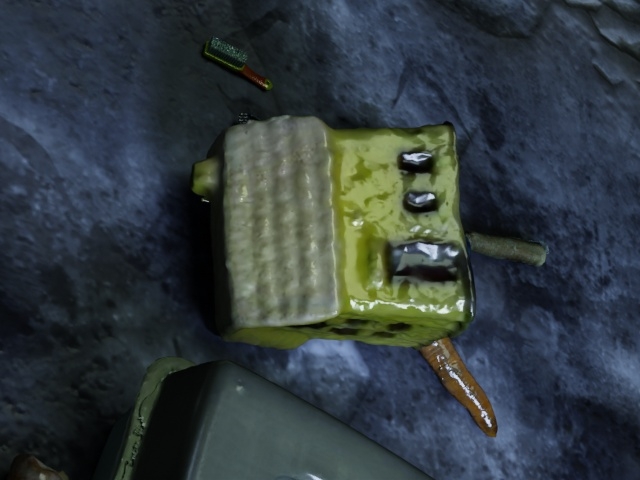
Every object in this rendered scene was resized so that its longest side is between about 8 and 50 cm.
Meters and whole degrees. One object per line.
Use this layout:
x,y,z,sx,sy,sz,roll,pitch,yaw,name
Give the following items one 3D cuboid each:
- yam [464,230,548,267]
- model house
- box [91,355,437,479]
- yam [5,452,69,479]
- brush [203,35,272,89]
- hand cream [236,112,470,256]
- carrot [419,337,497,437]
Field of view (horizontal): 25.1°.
0.196,0.004,1.567,0.129,0.027,0.033,13,96,-39,yam
0.000,0.000,1.292,0.234,0.175,0.193,-1,77,-13,model house
-0.041,0.237,1.106,0.291,0.166,0.220,32,48,-22,box
-0.220,0.261,1.012,0.057,0.057,0.241,28,48,-27,yam
-0.079,-0.176,1.440,0.083,0.021,0.018,30,45,-26,brush
0.024,-0.023,1.420,0.271,0.061,0.120,25,56,-19,hand cream
0.130,0.128,1.427,0.036,0.036,0.165,-35,92,-48,carrot
